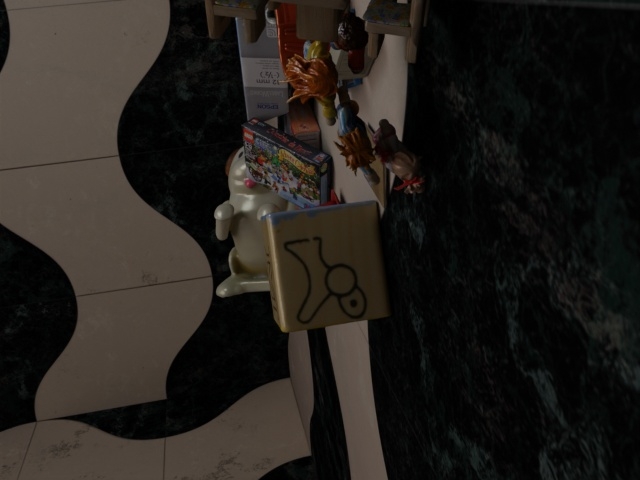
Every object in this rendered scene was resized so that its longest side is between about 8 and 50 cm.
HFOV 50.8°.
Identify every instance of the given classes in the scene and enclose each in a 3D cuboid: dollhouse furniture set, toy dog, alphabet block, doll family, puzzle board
[{"bbox_3d":[0.016,-0.319,0.685,0.161,0.212,0.242,91,-167,-46],"label":"dollhouse furniture set"},{"bbox_3d":[-0.136,-0.081,1.919,0.395,0.285,0.407,-32,-62,-59],"label":"toy dog"},{"bbox_3d":[0.003,0.041,1.180,0.193,0.192,0.197,-172,75,-83],"label":"alphabet block"},{"bbox_3d":[0.031,-0.154,0.810,0.163,0.118,0.263,-101,-14,-70],"label":"doll family"},{"bbox_3d":[0.086,-0.121,1.063,0.128,0.011,0.096,-111,14,-58],"label":"puzzle board"}]

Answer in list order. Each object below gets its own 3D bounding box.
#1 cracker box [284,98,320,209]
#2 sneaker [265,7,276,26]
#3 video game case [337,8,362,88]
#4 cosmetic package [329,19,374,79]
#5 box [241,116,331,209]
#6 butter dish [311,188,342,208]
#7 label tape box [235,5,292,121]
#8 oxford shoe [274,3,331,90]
[{"bbox_3d":[-0.046,-0.214,1.674,0.155,0.067,0.232,-107,13,-47],"label":"cracker box"},{"bbox_3d":[-0.052,-0.444,1.314,0.232,0.115,0.090,-165,67,-81],"label":"sneaker"},{"bbox_3d":[0.041,-0.322,1.158,0.166,0.015,0.119,-138,40,-77],"label":"video game case"},{"bbox_3d":[0.048,-0.281,0.998,0.115,0.060,0.041,129,134,-77],"label":"cosmetic package"},{"bbox_3d":[-0.078,-0.168,1.551,0.233,0.044,0.159,30,143,26],"label":"box"},{"bbox_3d":[0.000,0.000,1.399,0.160,0.118,0.160,-109,14,-50],"label":"butter dish"},{"bbox_3d":[-0.113,-0.425,1.592,0.347,0.115,0.249,87,-173,-46],"label":"label tape box"},{"bbox_3d":[-0.033,-0.421,1.129,0.133,0.130,0.363,-153,63,-86],"label":"oxford shoe"}]
